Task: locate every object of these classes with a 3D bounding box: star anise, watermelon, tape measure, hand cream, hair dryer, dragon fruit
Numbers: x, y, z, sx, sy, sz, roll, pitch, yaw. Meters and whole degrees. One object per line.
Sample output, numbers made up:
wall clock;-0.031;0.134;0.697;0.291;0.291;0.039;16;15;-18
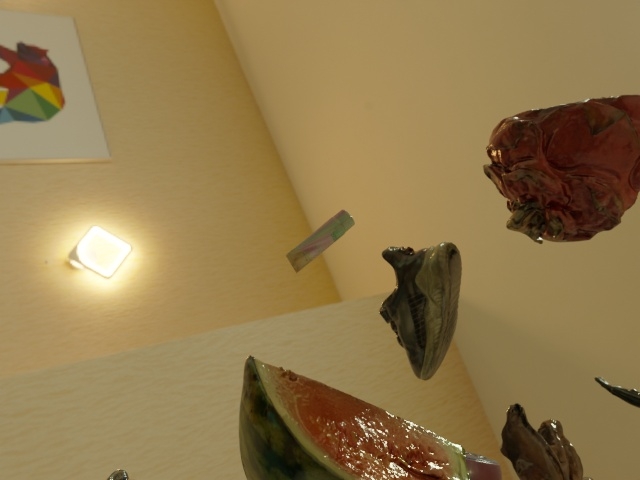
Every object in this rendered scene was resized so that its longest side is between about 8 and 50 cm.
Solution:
star anise;0.255;0.293;0.522;0.063;0.172;0.207;-36;-145;39
watermelon;0.040;0.249;0.521;0.159;0.304;0.128;-67;-166;-19
tape measure;0.358;0.634;1.322;0.232;0.245;0.149;6;-108;21
hand cream;0.000;0.000;1.133;0.047;0.174;0.076;42;-14;38
hair dryer;0.694;0.312;1.059;0.219;0.075;0.195;7;-98;57
dragon fruit;0.361;-0.103;0.802;0.317;0.152;0.204;165;-70;-69

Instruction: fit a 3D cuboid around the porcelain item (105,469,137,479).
porcelain item;-0.342;0.593;1.045;0.288;0.186;0.138;36;-49;-9

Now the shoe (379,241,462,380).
shoe;0.142;0.100;0.741;0.112;0.099;0.227;16;-60;26
